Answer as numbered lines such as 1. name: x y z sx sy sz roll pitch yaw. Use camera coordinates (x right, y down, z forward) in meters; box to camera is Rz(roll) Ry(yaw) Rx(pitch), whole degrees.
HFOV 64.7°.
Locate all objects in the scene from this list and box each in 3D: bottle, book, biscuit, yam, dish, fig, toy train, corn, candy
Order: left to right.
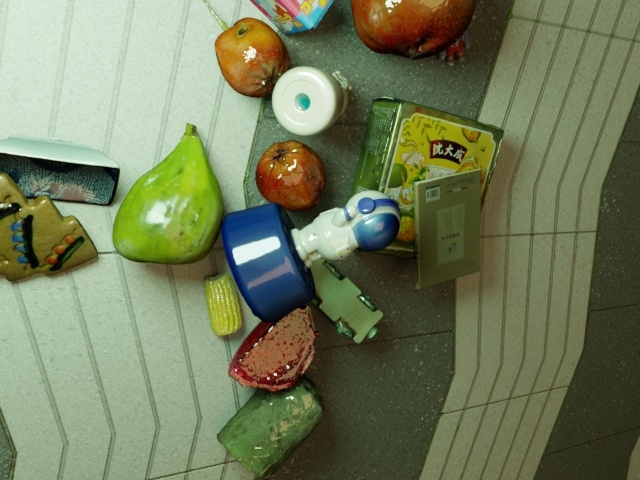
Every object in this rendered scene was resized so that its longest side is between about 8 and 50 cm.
1. biscuit: -0.614 -0.005 1.049 0.302 0.043 0.278 13 121 -36
2. dish: -0.545 -0.152 1.036 0.244 0.182 0.080 4 67 -27
3. fig: -0.312 -0.085 1.102 0.233 0.233 0.313 20 104 -29
4. corn: -0.253 0.165 1.309 0.085 0.063 0.165 -9 110 3
5. candy: -0.128 -0.582 1.068 0.306 0.157 0.100 35 89 -29
6. yam: -0.124 0.498 1.404 0.300 0.195 0.195 -48 120 -3
7. bottle: -0.007 -0.329 1.181 0.148 0.236 0.147 5 110 15
8. toy train: 0.033 0.152 1.387 0.129 0.159 0.326 -48 116 -7
9. book: 0.354 -0.030 1.401 0.217 0.021 0.310 -14 113 -22

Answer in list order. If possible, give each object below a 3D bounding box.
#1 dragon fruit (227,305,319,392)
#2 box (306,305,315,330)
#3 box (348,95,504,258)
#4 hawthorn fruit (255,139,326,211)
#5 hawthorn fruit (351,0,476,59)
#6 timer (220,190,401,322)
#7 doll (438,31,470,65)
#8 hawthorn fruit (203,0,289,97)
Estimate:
1. dragon fruit: -0.115 0.273 1.338 0.261 0.189 0.163 -47 130 -4
2. box: -0.044 0.232 1.456 0.046 0.012 0.083 -21 114 -18
3. box: 0.284 -0.152 1.417 0.373 0.138 0.419 7 104 -27
4. hawthorn fruit: -0.071 -0.159 1.244 0.179 0.174 0.173 11 103 -55
5. hawthorn fruit: 0.199 -0.567 1.169 0.295 0.295 0.311 -22 80 -18
6. timer: 0.000 0.000 1.149 0.384 0.270 0.270 -22 116 6
7. doll: 0.343 -0.581 1.343 0.102 0.075 0.227 -24 127 -6
8. hawthorn fruit: -0.197 -0.445 1.108 0.285 0.165 0.165 45 84 0
